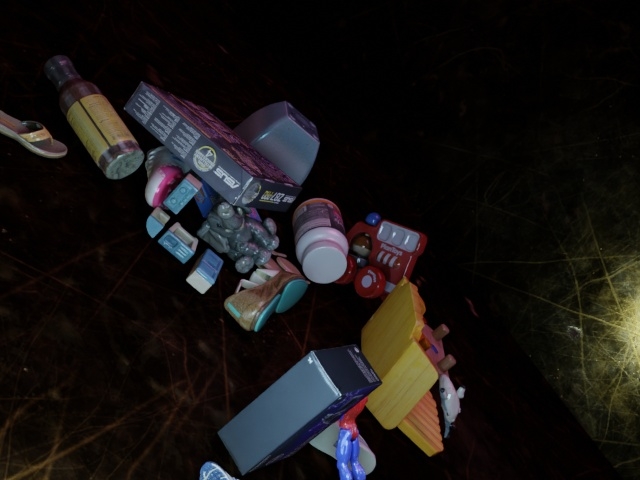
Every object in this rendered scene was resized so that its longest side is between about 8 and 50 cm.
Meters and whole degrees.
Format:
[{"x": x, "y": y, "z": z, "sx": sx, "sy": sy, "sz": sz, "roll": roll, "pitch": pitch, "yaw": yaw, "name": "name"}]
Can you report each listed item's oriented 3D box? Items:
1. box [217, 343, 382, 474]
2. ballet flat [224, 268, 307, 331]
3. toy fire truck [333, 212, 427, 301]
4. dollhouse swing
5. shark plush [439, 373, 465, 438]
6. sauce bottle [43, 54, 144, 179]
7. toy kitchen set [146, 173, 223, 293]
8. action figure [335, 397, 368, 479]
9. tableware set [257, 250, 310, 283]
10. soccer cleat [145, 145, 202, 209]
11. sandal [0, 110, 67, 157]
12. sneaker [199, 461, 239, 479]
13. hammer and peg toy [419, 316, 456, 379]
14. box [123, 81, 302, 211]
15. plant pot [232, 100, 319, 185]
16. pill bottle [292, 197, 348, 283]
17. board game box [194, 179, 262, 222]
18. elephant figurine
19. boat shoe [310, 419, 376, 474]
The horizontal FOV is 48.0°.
[{"x": -0.036, "y": 0.316, "z": 1.361, "sx": 0.103, "sy": 0.261, "sz": 0.184, "roll": 56, "pitch": 22, "yaw": 23, "name": "box"}, {"x": -0.140, "y": 0.130, "z": 1.779, "sx": 0.124, "sy": 0.116, "sz": 0.342, "roll": 30, "pitch": 21, "yaw": 11, "name": "ballet flat"}, {"x": 0.177, "y": 0.050, "z": 2.270, "sx": 0.302, "sy": 0.253, "sz": 0.169, "roll": 25, "pitch": 4, "yaw": 43, "name": "toy fire truck"}, {"x": 0.283, "y": 0.351, "z": 1.969, "sx": 0.305, "sy": 0.315, "sz": 0.346, "roll": 31, "pitch": 22, "yaw": -11, "name": "dollhouse swing"}, {"x": 0.340, "y": 0.435, "z": 1.884, "sx": 0.067, "sy": 0.073, "sz": 0.161, "roll": 6, "pitch": -71, "yaw": 65, "name": "shark plush"}, {"x": -0.551, "y": -0.304, "z": 1.725, "sx": 0.344, "sy": 0.111, "sz": 0.111, "roll": 55, "pitch": 21, "yaw": 17, "name": "sauce bottle"}, {"x": -0.283, "y": -0.018, "z": 1.643, "sx": 0.207, "sy": 0.166, "sz": 0.122, "roll": 42, "pitch": 20, "yaw": -14, "name": "toy kitchen set"}, {"x": 0.027, "y": 0.401, "z": 1.475, "sx": 0.092, "sy": 0.139, "sz": 0.280, "roll": 9, "pitch": 84, "yaw": -54, "name": "action figure"}, {"x": -0.124, "y": 0.078, "z": 1.981, "sx": 0.128, "sy": 0.039, "sz": 0.194, "roll": 47, "pitch": 14, "yaw": 28, "name": "tableware set"}, {"x": -0.399, "y": -0.169, "z": 1.821, "sx": 0.143, "sy": 0.116, "sz": 0.331, "roll": 26, "pitch": 21, "yaw": 0, "name": "soccer cleat"}, {"x": -0.620, "y": -0.233, "z": 1.537, "sx": 0.180, "sy": 0.049, "sz": 0.072, "roll": 33, "pitch": 24, "yaw": -35, "name": "sandal"}, {"x": -0.156, "y": 0.430, "z": 1.227, "sx": 0.135, "sy": 0.052, "sz": 0.058, "roll": 53, "pitch": 9, "yaw": -4, "name": "sneaker"}, {"x": 0.316, "y": 0.289, "z": 2.350, "sx": 0.266, "sy": 0.127, "sz": 0.361, "roll": 42, "pitch": 20, "yaw": -14, "name": "hammer and peg toy"}, {"x": -0.263, "y": -0.230, "z": 1.837, "sx": 0.395, "sy": 0.097, "sz": 0.318, "roll": 40, "pitch": 10, "yaw": 15, "name": "box"}, {"x": -0.143, "y": -0.313, "z": 2.385, "sx": 0.247, "sy": 0.252, "sz": 0.247, "roll": 37, "pitch": 21, "yaw": -25, "name": "plant pot"}, {"x": 0.000, "y": 0.000, "z": 2.206, "sx": 0.162, "sy": 0.162, "sz": 0.278, "roll": 37, "pitch": 22, "yaw": -26, "name": "pill bottle"}, {"x": -0.267, "y": -0.105, "z": 2.026, "sx": 0.210, "sy": 0.047, "sz": 0.160, "roll": 23, "pitch": 30, "yaw": -48, "name": "board game box"}, {"x": -0.226, "y": -0.044, "z": 1.800, "sx": 0.239, "sy": 0.186, "sz": 0.169, "roll": 42, "pitch": 34, "yaw": -39, "name": "elephant figurine"}, {"x": 0.025, "y": 0.426, "z": 1.579, "sx": 0.227, "sy": 0.079, "sz": 0.081, "roll": 42, "pitch": 0, "yaw": -8, "name": "boat shoe"}]
